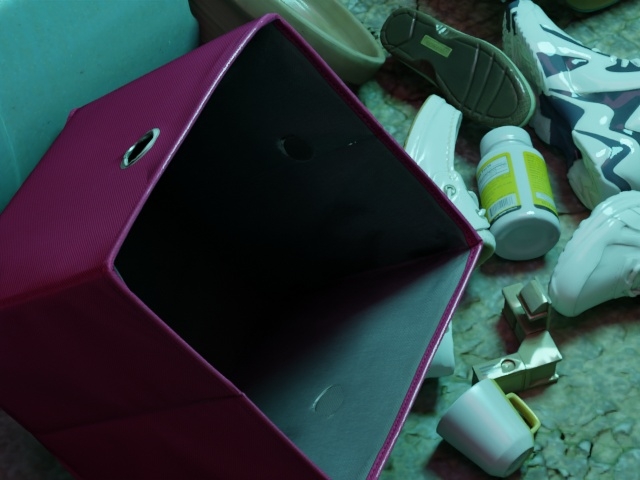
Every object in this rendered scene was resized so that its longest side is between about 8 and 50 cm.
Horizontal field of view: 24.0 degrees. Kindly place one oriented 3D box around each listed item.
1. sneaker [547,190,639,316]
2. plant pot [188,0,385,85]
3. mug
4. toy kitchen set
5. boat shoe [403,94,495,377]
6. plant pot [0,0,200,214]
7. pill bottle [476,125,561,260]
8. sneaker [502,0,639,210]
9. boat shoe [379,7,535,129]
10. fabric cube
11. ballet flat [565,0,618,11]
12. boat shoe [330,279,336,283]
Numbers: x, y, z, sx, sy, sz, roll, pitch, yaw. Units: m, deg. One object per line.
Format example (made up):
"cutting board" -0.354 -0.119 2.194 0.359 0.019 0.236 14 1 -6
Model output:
"sneaker" 0.300 0.009 1.286 0.232 0.090 0.115 -30 59 -19
"plant pot" -0.062 -0.206 1.426 0.110 0.237 0.237 -49 55 15
"mug" 0.141 0.148 1.196 0.078 0.062 0.064 -37 66 -17
"toy kitchen set" 0.151 0.074 1.248 0.075 0.068 0.083 -16 52 -10
"boat shoe" 0.103 -0.001 1.299 0.096 0.098 0.277 8 61 9
"plant pot" -0.306 -0.158 1.312 0.341 0.341 0.334 31 50 24
"pill bottle" 0.174 -0.045 1.347 0.065 0.065 0.116 -4 51 -1
"sneaker" 0.275 -0.145 1.408 0.153 0.094 0.235 -17 52 -13
"boat shoe" 0.142 -0.161 1.439 0.068 0.072 0.190 -51 55 9
"fabric cube" -0.086 0.033 1.105 0.258 0.259 0.254 -16 36 46
"ballet flat" 0.332 -0.322 1.562 0.080 0.073 0.232 38 62 26
"boat shoe" 0.000 0.000 1.325 0.063 0.066 0.184 -26 45 -17
